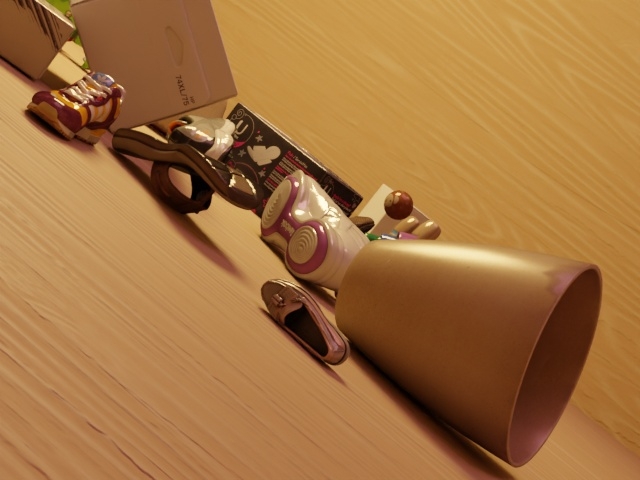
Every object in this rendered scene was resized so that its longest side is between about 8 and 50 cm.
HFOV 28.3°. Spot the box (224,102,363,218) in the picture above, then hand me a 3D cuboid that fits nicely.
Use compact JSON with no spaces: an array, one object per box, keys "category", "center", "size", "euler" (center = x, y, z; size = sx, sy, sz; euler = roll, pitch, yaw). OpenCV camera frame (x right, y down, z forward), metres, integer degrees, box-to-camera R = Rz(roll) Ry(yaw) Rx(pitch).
[{"category":"box","center":[-0.072,-0.113,2.300],"size":[0.247,0.142,0.163],"euler":[41,5,31]}]

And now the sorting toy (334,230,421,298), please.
[{"category":"sorting toy","center":[0.090,0.053,2.035],"size":[0.126,0.127,0.365],"euler":[15,18,-1]}]

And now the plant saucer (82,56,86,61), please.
[{"category":"plant saucer","center":[-0.397,-0.327,2.593],"size":[0.195,0.037,0.195],"euler":[37,4,-3]}]

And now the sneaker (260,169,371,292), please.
[{"category":"sneaker","center":[0.000,0.000,1.923],"size":[0.152,0.114,0.305],"euler":[30,17,-27]}]

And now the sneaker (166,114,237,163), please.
[{"category":"sneaker","center":[-0.210,-0.177,2.171],"size":[0.108,0.100,0.271],"euler":[32,5,-10]}]

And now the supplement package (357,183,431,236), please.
[{"category":"supplement package","center":[0.122,-0.004,2.508],"size":[0.105,0.179,0.105],"euler":[36,5,-21]}]

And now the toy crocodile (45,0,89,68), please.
[{"category":"toy crocodile","center":[-0.535,-0.445,2.371],"size":[0.340,0.105,0.115],"euler":[33,5,-8]}]

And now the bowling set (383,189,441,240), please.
[{"category":"bowling set","center":[0.139,0.025,2.308],"size":[0.200,0.154,0.287],"euler":[54,-11,-9]}]

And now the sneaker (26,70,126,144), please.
[{"category":"sneaker","center":[-0.284,-0.167,1.499],"size":[0.069,0.084,0.185],"euler":[38,4,3]}]

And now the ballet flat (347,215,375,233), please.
[{"category":"ballet flat","center":[0.021,-0.019,2.209],"size":[0.058,0.084,0.250],"euler":[55,28,11]}]

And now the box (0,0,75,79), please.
[{"category":"box","center":[-0.470,-0.338,1.706],"size":[0.275,0.094,0.113],"euler":[36,5,-22]}]

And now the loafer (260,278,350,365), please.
[{"category":"loafer","center":[-0.020,0.083,1.339],"size":[0.125,0.045,0.039],"euler":[43,12,23]}]

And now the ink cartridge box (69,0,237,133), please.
[{"category":"ink cartridge box","center":[-0.257,-0.299,1.912],"size":[0.270,0.197,0.198],"euler":[-129,-158,-73]}]

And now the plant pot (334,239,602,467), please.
[{"category":"plant pot","center":[0.164,0.105,1.547],"size":[0.274,0.256,0.256],"euler":[21,-4,26]}]

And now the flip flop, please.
[{"category":"flip flop","center":[-0.175,-0.077,1.587],"size":[0.277,0.080,0.112],"euler":[22,-3,42]}]

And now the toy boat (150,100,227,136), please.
[{"category":"toy boat","center":[-0.295,-0.267,2.342],"size":[0.151,0.151,0.231],"euler":[-1,-28,44]}]
